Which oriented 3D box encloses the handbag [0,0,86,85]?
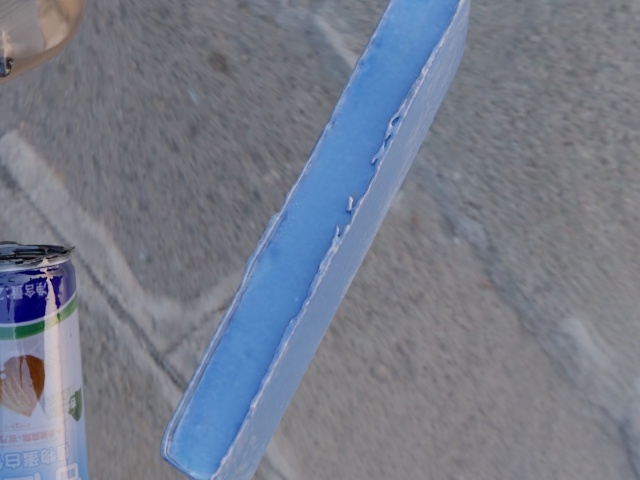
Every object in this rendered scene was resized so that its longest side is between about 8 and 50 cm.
[{"bbox_3d":[-0.337,-0.206,1.240,0.302,0.283,0.149,-27,140,8],"label":"handbag"}]

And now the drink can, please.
[{"bbox_3d":[-0.205,0.122,1.128,0.097,0.097,0.235,-3,97,-7],"label":"drink can"}]

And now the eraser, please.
[{"bbox_3d":[0.000,0.000,0.974,0.043,0.144,0.311,26,83,8],"label":"eraser"}]
